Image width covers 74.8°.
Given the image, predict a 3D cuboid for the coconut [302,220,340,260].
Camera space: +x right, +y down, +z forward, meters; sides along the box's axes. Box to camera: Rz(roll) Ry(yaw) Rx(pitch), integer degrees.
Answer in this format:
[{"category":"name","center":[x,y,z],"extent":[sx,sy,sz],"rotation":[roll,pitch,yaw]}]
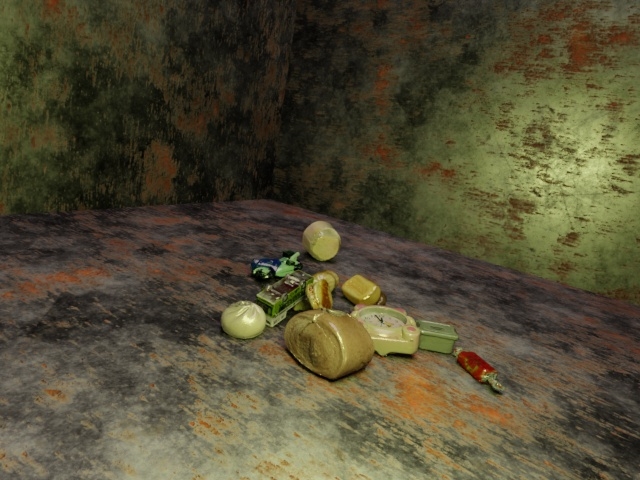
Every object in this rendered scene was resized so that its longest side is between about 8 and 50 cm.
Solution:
[{"category":"coconut","center":[0.000,0.000,2.732],"extent":[0.239,0.239,0.244],"rotation":[4,21,-22]}]

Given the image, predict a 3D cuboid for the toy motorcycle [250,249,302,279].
[{"category":"toy motorcycle","center":[-0.243,0.142,2.237],"extent":[0.196,0.125,0.331],"rotation":[21,22,34]}]

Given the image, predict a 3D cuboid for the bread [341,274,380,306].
[{"category":"bread","center":[0.204,0.260,2.085],"extent":[0.147,0.098,0.217],"rotation":[-32,27,-13]}]

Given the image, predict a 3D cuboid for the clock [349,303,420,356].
[{"category":"clock","center":[0.252,0.353,1.728],"extent":[0.284,0.114,0.309],"rotation":[4,14,3]}]

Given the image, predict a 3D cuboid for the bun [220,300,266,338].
[{"category":"bun","center":[-0.292,0.291,1.606],"extent":[0.173,0.119,0.173],"rotation":[9,16,-3]}]

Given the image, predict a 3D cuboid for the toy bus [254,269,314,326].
[{"category":"toy bus","center":[-0.148,0.235,1.778],"extent":[0.113,0.139,0.302],"rotation":[24,29,25]}]

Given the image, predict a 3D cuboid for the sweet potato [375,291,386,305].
[{"category":"sweet potato","center":[0.313,0.294,2.152],"extent":[0.053,0.053,0.182],"rotation":[20,12,1]}]

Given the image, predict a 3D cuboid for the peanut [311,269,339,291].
[{"category":"peanut","center":[0.017,0.214,2.107],"extent":[0.129,0.129,0.224],"rotation":[15,18,19]}]

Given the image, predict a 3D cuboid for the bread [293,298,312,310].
[{"category":"bread","center":[-0.083,0.274,1.920],"extent":[0.157,0.064,0.117],"rotation":[-4,24,-25]}]

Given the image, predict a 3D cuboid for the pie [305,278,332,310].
[{"category":"pie","center":[0.004,0.261,1.802],"extent":[0.084,0.178,0.205],"rotation":[-18,1,18]}]

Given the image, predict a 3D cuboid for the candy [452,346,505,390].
[{"category":"candy","center":[0.597,0.482,1.603],"extent":[0.086,0.059,0.292],"rotation":[6,16,-22]}]

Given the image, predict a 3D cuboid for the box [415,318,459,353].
[{"category":"box","center":[0.477,0.404,1.751],"extent":[0.172,0.092,0.124],"rotation":[10,15,3]}]

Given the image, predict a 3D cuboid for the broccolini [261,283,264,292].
[{"category":"broccolini","center":[-0.265,0.251,1.970],"extent":[0.042,0.044,0.218],"rotation":[-7,10,-4]}]

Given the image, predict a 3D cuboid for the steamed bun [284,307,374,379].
[{"category":"steamed bun","center":[0.034,0.335,1.495],"extent":[0.301,0.199,0.252],"rotation":[21,18,40]}]
